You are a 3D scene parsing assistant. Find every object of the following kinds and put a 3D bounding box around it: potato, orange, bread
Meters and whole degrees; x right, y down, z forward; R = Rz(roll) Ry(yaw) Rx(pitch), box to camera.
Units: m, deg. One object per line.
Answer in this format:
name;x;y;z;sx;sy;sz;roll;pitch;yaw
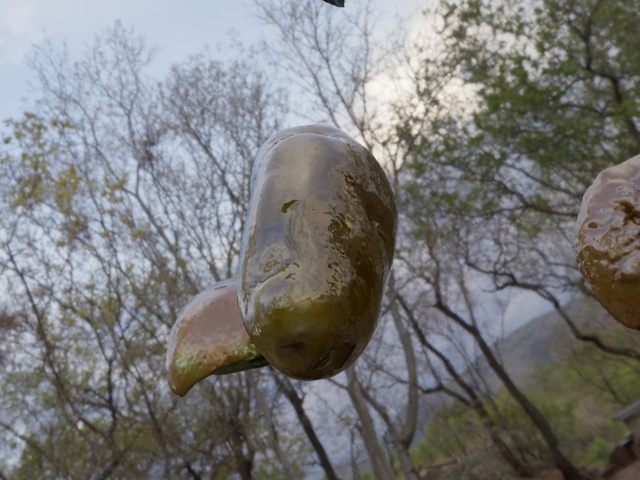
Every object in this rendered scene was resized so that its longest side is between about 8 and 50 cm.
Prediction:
potato;0.000;0.000;0.709;0.177;0.369;0.195;10;-56;-1
orange;-0.141;0.164;1.176;0.263;0.196;0.334;-26;6;9
bread;0.407;-0.016;0.876;0.260;0.134;0.129;-63;-25;-9

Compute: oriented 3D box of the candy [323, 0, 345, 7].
candy;-0.032;-0.249;0.571;0.136;0.088;0.038;3;8;-10
